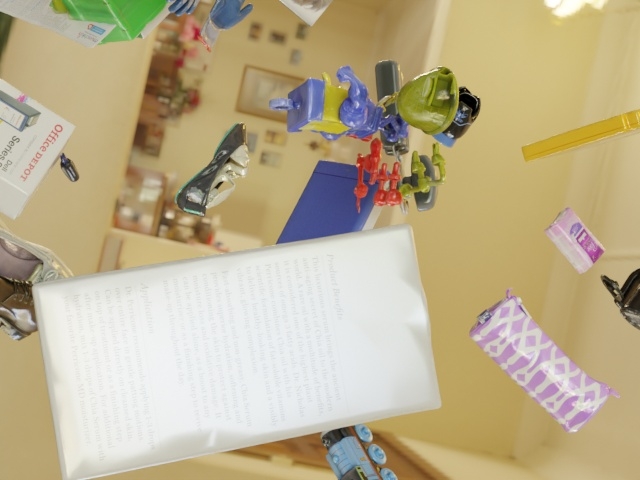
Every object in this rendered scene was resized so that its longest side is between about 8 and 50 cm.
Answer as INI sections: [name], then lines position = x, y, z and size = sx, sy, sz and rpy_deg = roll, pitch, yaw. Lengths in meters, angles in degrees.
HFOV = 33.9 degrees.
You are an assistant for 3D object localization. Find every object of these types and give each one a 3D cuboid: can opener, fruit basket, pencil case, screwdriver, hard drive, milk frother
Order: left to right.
[screwdriver]
position = -0.442, -0.154, 1.784
size = 0.170, 0.025, 0.024
rpy_deg = 83, -6, -57
[fruit basket]
position = -0.387, -0.481, 1.867
size = 0.353, 0.165, 0.327
rpy_deg = 22, -115, 45
[hard drive]
position = 0.000, 0.000, 2.015
size = 0.210, 0.040, 0.319
rpy_deg = 14, -107, 50
[can opener]
position = 0.146, -0.179, 1.841
size = 0.074, 0.093, 0.281
rpy_deg = 47, 34, -74
[pencil case]
position = 0.291, 0.159, 1.395
size = 0.088, 0.206, 0.086
rpy_deg = -45, 178, 8
[milk frother]
position = 0.638, 0.086, 2.076
size = 0.129, 0.143, 0.135
rpy_deg = 26, -109, 42

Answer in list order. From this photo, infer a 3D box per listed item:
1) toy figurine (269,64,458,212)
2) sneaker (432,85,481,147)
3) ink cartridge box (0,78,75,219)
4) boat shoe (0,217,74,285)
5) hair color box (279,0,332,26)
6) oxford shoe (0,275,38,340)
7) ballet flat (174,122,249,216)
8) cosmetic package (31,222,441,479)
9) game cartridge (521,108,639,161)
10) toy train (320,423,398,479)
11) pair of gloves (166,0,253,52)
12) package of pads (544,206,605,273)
[toy figurine]
position = 0.031, -0.165, 1.553
size = 0.362, 0.217, 0.191
rpy_deg = 173, -72, -72
[sneaker]
position = 0.270, -0.256, 2.009
size = 0.090, 0.081, 0.232
rpy_deg = -51, -173, 29
[ink cartridge box]
position = -0.498, -0.156, 1.565
size = 0.093, 0.212, 0.154
rpy_deg = -38, -158, 51
[boat shoe]
position = -0.622, 0.048, 2.144
size = 0.118, 0.320, 0.103
rpy_deg = -40, -150, 4
[hair color box]
position = -0.094, -0.468, 1.414
size = 0.174, 0.347, 0.105
rpy_deg = -49, -149, 12
[oxford shoe]
position = -0.523, 0.086, 1.752
size = 0.227, 0.096, 0.083
rpy_deg = 51, 21, -57
[ballet flat]
position = -0.164, -0.115, 1.778
size = 0.203, 0.074, 0.074
rpy_deg = -54, 176, -30
[cosmetic package]
position = -0.103, 0.129, 1.281
size = 0.161, 0.453, 0.230
rpy_deg = 158, -77, -76
[game cartridge]
position = 0.655, -0.248, 2.374
size = 0.285, 0.323, 0.053
rpy_deg = -17, -89, 44
[toy train]
position = 0.065, 0.403, 1.895
size = 0.080, 0.105, 0.184
rpy_deg = -47, -123, 26
[pair of gloves]
position = -0.180, -0.419, 1.777
size = 0.159, 0.023, 0.198
rpy_deg = -56, 148, -7
[package of pads]
position = 0.354, 0.000, 1.463
size = 0.050, 0.083, 0.032
rpy_deg = -42, -176, -36
